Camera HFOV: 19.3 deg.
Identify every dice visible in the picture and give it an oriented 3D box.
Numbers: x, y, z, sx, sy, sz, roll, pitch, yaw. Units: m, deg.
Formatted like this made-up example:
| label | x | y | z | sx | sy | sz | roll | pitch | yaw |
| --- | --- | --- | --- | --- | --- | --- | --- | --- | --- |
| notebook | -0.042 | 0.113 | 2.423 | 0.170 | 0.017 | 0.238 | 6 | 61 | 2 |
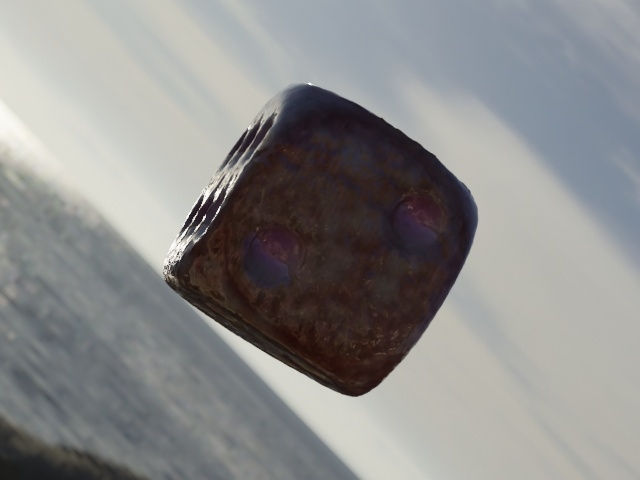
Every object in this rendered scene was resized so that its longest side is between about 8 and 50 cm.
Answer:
| label | x | y | z | sx | sy | sz | roll | pitch | yaw |
| --- | --- | --- | --- | --- | --- | --- | --- | --- | --- |
| dice | 0.000 | 0.000 | 0.726 | 0.091 | 0.094 | 0.093 | 32 | -9 | -10 |
